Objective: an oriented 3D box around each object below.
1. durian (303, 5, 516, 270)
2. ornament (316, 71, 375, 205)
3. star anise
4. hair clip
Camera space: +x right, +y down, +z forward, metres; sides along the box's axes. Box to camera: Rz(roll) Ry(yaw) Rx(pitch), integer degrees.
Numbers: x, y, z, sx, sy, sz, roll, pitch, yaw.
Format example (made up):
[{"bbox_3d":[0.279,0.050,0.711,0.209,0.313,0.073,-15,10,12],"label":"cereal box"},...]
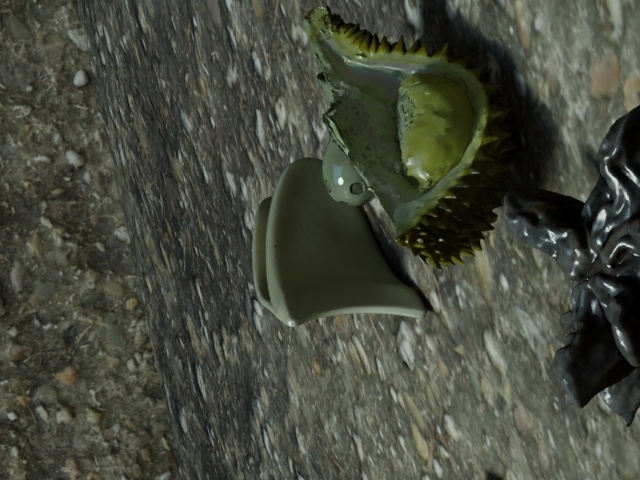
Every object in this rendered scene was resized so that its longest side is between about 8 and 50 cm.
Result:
[{"bbox_3d":[0.082,-0.098,1.278,0.172,0.166,0.306,99,149,-57],"label":"durian"},{"bbox_3d":[0.038,-0.116,1.540,0.075,0.081,0.156,8,118,29],"label":"ornament"},{"bbox_3d":[0.232,0.027,1.051,0.283,0.129,0.212,130,138,-63],"label":"star anise"},{"bbox_3d":[-0.002,0.017,1.638,0.113,0.172,0.282,108,151,-47],"label":"hair clip"}]
